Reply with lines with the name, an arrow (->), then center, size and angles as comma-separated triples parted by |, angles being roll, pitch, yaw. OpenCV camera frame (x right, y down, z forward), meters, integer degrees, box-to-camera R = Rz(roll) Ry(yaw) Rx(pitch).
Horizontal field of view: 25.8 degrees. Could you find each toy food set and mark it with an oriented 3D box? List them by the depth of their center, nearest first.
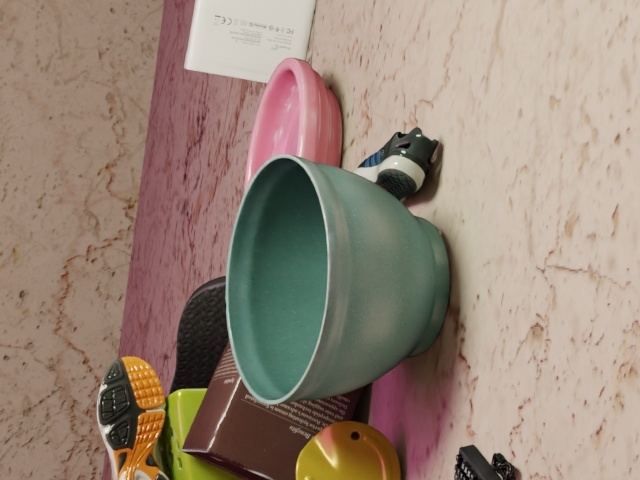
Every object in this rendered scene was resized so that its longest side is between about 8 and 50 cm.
toy food set -> 0.037, 0.334, 1.702 | 0.071, 0.128, 0.218 | 87, 180, -70

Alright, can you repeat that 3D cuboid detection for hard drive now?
hard drive -> -0.106, -0.427, 2.372 | 0.040, 0.203, 0.308 | -146, 66, -72

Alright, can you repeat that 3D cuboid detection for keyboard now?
keyboard -> 0.173, 0.269, 1.431 | 0.180, 0.023, 0.108 | -131, 51, -67

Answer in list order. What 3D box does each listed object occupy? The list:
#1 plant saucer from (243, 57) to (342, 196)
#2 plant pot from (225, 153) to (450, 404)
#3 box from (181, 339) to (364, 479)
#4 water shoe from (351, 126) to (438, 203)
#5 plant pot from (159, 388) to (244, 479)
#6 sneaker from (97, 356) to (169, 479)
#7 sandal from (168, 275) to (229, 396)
plant saucer -> -0.042, -0.122, 2.226 | 0.332, 0.084, 0.332 | -172, 90, -74
plant pot -> 0.032, 0.051, 1.669 | 0.293, 0.196, 0.293 | -176, 90, -65
box -> -0.060, 0.225, 1.887 | 0.203, 0.168, 0.167 | -66, 14, -15
water shoe -> 0.101, -0.096, 1.801 | 0.080, 0.073, 0.203 | -57, 13, -11
plant pot -> -0.125, 0.338, 2.054 | 0.227, 0.228, 0.207 | 137, 131, -64
sneaker -> -0.270, 0.300, 1.997 | 0.121, 0.099, 0.262 | 139, 125, -69
sandal -> -0.169, 0.174, 2.391 | 0.446, 0.167, 0.107 | 118, 172, -48
